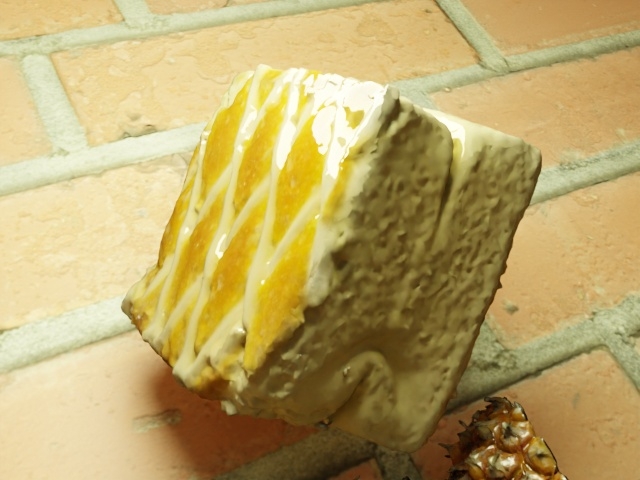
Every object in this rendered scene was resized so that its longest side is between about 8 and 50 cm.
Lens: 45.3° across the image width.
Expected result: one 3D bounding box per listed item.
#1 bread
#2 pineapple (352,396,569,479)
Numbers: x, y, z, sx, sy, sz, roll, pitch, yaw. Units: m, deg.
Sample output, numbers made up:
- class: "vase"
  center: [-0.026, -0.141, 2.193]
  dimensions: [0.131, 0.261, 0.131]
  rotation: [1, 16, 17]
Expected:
- class: "bread"
  center: [0.000, 0.000, 0.901]
  dimensions: [0.279, 0.390, 0.371]
  rotation: [21, 5, -36]
- class: "pineapple"
  center: [0.142, 0.347, 0.895]
  dimensions: [0.272, 0.262, 0.262]
  rotation: [-20, 60, -8]
